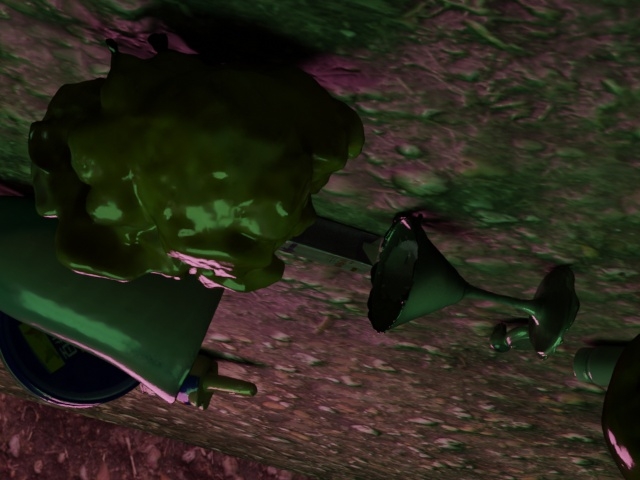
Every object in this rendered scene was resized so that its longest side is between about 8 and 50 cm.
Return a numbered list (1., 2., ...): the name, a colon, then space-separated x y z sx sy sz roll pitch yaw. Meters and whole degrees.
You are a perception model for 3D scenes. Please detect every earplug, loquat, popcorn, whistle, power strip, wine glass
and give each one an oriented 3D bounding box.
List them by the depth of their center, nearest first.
1. popcorn: -0.100 -0.062 1.270 0.253 0.191 0.190 15 -161 5
2. wine glass: 0.148 0.053 1.568 0.182 0.122 0.122 15 166 -15
3. loquat: 0.395 0.174 1.602 0.246 0.213 0.213 17 168 -42
4. power strip: 0.231 0.106 1.849 0.083 0.035 0.055 -12 152 33
5. earplug: -0.282 0.043 1.865 0.324 0.185 0.185 23 164 -6
6. whistle: -0.209 0.218 2.559 0.227 0.085 0.105 11 169 16

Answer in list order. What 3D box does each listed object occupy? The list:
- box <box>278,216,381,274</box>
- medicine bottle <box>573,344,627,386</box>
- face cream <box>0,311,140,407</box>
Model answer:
1. box: 0.000 0.000 1.662 0.117 0.036 0.050 17 165 -12
2. medicine bottle: 0.330 0.141 1.833 0.047 0.047 0.083 28 161 -39
3. face cream: -0.295 0.101 1.985 0.206 0.206 0.111 19 165 -14
